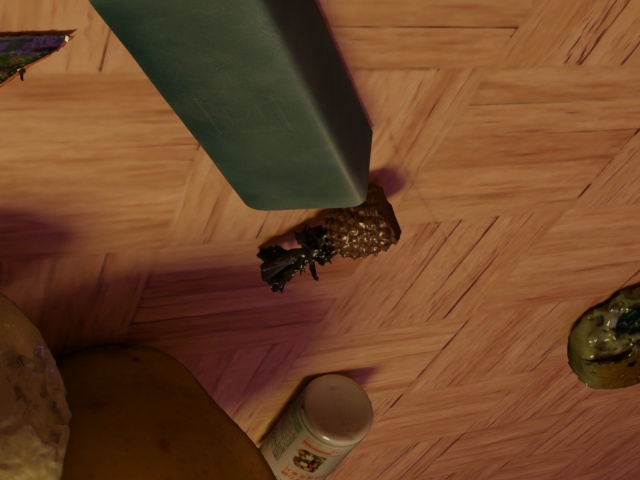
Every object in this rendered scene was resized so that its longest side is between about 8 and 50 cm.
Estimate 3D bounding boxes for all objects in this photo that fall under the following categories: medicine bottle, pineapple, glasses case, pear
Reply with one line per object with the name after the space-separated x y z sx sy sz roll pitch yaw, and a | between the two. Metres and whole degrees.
-0.012 0.230 1.168 0.086 0.086 0.183 -5 148 -28 | medicine bottle
0.000 0.000 0.808 0.124 0.058 0.058 -22 153 16 | pineapple
-0.036 -0.090 0.611 0.105 0.056 0.266 -24 152 5 | glasses case
-0.185 0.296 0.820 0.362 0.418 0.362 -11 150 -6 | pear

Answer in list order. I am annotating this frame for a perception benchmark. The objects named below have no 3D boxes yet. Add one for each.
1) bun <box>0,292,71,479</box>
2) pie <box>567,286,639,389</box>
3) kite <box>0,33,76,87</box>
-0.277 0.117 0.652 0.220 0.220 0.134 -24 155 7 | bun
0.473 0.076 1.233 0.296 0.078 0.371 11 138 -47 | pie
-0.245 -0.064 0.564 0.241 0.014 0.183 -28 152 12 | kite
